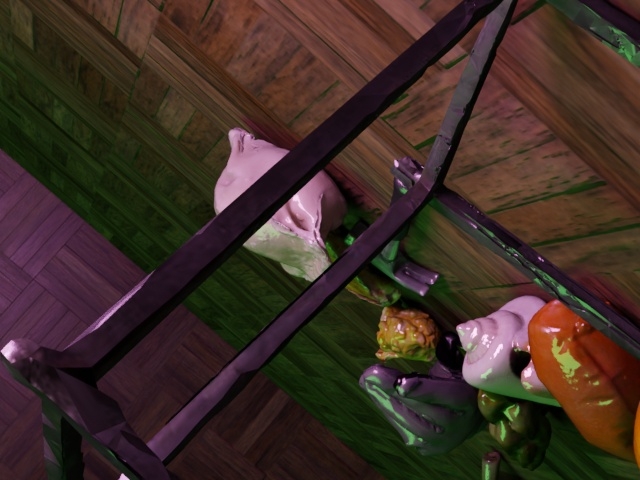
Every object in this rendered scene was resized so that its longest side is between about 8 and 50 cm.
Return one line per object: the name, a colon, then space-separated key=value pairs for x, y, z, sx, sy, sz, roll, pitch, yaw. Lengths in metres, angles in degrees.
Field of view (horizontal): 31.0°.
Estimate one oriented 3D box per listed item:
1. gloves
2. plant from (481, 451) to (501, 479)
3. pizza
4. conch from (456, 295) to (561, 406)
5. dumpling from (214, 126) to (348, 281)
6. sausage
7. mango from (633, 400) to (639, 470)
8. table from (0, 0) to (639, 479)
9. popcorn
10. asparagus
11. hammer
gloves: x=0.139 y=0.174 z=1.314 sx=0.119 sy=0.142 sz=0.285 roll=29 pitch=-179 yaw=31
plant: x=0.262 y=0.498 z=1.768 sx=0.306 sy=0.261 sz=0.297 roll=15 pitch=154 yaw=38
pizza: x=0.000 y=0.000 z=1.309 sx=0.176 sy=0.036 sz=0.185 roll=49 pitch=167 yaw=-28
conch: x=0.195 y=0.114 z=1.003 sx=0.176 sy=0.094 sz=0.104 roll=40 pitch=148 yaw=-10
dumpling: x=-0.038 y=-0.029 z=1.154 sx=0.199 sy=0.118 sz=0.136 roll=58 pitch=177 yaw=33
sausage: x=0.228 y=0.111 z=0.917 sx=0.179 sy=0.089 sz=0.089 roll=52 pitch=163 yaw=-26
mango: x=0.288 y=0.133 z=0.780 sx=0.145 sy=0.112 sz=0.219 roll=33 pitch=154 yaw=20
table: x=0.069 y=0.074 z=0.561 sx=0.272 sy=0.335 sz=0.222 roll=39 pitch=150 yaw=13
popcorn: x=0.100 y=0.100 z=1.338 sx=0.084 sy=0.084 sz=0.084 roll=38 pitch=167 yaw=10
asparagus: x=0.200 y=0.165 z=1.215 sx=0.080 sy=0.080 sz=0.287 roll=29 pitch=156 yaw=40
hammer: x=0.076 y=-0.009 z=1.080 sx=0.103 sy=0.029 sz=0.246 roll=38 pitch=166 yaw=8
